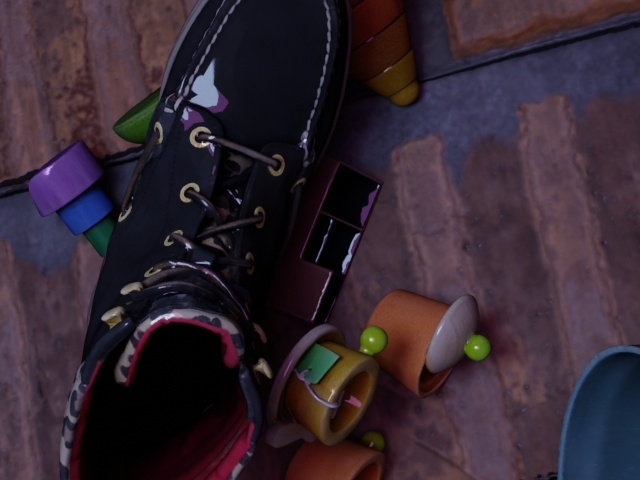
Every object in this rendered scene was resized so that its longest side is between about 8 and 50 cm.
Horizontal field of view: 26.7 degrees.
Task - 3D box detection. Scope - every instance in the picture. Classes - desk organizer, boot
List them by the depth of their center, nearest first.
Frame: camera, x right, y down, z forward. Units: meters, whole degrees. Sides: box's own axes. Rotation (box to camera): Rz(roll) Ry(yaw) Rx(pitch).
[{"bbox_3d":[-0.076,0.002,0.921,0.138,0.284,0.377,23,112,-13],"label":"boot"},{"bbox_3d":[0.000,0.000,1.071,0.050,0.047,0.130,21,87,16],"label":"desk organizer"}]

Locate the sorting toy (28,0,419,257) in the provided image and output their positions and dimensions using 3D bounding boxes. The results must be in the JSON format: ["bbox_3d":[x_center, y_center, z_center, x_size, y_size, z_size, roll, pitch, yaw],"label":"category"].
[{"bbox_3d":[-0.064,-0.095,1.094,0.365,0.127,0.126,-33,103,12],"label":"sorting toy"}]

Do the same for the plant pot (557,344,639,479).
[{"bbox_3d":[0.298,0.201,0.852,0.196,0.293,0.293,-6,78,-12],"label":"plant pot"}]

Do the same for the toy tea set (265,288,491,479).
[{"bbox_3d":[0.022,0.179,0.960,0.124,0.200,0.336,27,84,25],"label":"toy tea set"}]
